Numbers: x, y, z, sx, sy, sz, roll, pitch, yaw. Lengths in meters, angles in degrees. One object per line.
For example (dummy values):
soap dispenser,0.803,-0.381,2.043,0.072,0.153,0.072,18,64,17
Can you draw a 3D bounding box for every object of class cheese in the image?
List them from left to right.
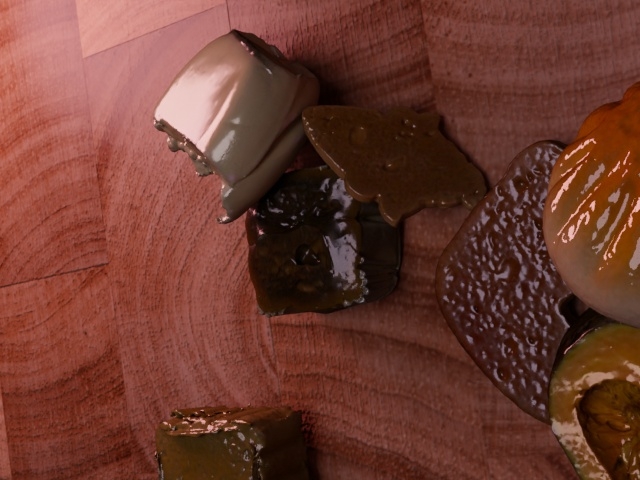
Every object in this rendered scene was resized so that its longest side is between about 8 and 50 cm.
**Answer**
cheese,-0.117,-0.158,1.666,0.233,0.127,0.266,-53,31,5

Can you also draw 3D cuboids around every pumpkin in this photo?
pumpkin,0.375,0.192,1.290,0.221,0.139,0.317,-35,74,33

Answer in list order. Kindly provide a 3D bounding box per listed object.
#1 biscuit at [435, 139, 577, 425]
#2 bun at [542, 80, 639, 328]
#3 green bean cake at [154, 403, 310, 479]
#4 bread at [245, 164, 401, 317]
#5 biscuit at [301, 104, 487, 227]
biscuit,0.269,0.051,1.450,0.262,0.052,0.277,46,119,24
bun,0.347,-0.056,1.215,0.299,0.165,0.299,-23,41,21
green bean cake,-0.116,0.340,1.744,0.224,0.131,0.230,-9,89,43
bread,-0.002,0.000,1.641,0.209,0.109,0.192,-8,87,41
biscuit,0.086,-0.101,1.546,0.250,0.162,0.035,28,152,11
